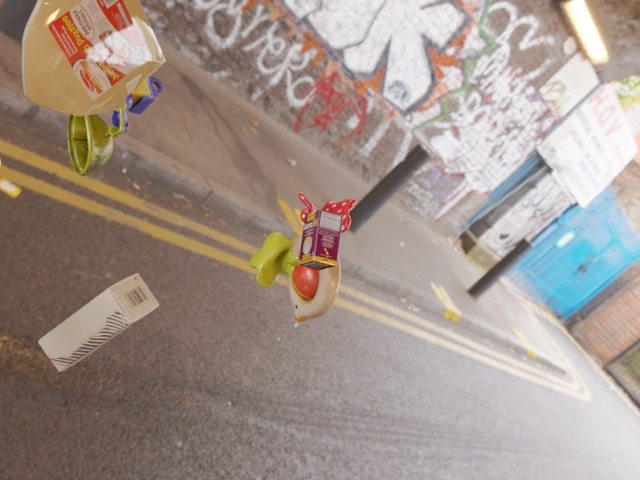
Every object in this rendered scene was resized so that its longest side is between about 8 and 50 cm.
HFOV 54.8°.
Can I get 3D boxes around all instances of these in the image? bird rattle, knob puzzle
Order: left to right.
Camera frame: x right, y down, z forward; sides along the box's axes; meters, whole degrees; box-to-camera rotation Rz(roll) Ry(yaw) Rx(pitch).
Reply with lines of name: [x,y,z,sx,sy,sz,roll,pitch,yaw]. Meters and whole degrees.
knob puzzle: [-0.308,-0.247,0.801,0.030,0.213,0.213,31,7,27]
bird rattle: [-0.009,0.040,1.160,0.143,0.254,0.206,5,62,-38]

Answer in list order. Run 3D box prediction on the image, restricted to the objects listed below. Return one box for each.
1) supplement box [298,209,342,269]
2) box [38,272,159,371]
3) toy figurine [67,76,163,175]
supplement box: [0.000,0.000,0.966,0.043,0.055,0.083,15,72,-25]
box: [-0.507,0.189,1.410,0.094,0.275,0.113,56,27,-1]
toy figurine: [-0.361,-0.295,1.148,0.217,0.191,0.362,4,63,-55]
